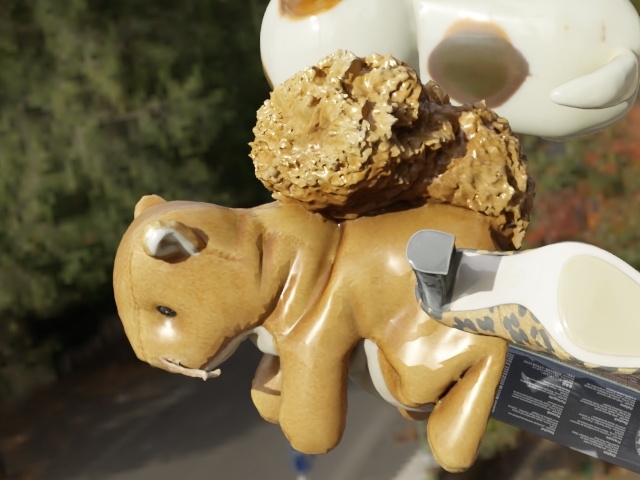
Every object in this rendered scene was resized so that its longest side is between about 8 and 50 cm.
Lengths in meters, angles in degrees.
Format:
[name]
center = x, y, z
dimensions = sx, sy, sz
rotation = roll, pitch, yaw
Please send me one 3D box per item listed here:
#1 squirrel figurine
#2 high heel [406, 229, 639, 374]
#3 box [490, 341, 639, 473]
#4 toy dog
[squirrel figurine]
center = 0.000, 0.000, 1.803
dimensions = 0.370, 0.397, 0.281
rotation = 16, 12, -6
[high heel]
center = 0.200, 0.061, 1.553
dimensions = 0.261, 0.093, 0.186
rotation = 20, -10, 13
[box]
center = 0.336, 0.192, 2.179
dimensions = 0.395, 0.097, 0.318
rotation = 20, 3, 8
[toy dog]
center = 0.136, -0.215, 2.107
dimensions = 0.408, 0.284, 0.395
rotation = 0, 37, -5
